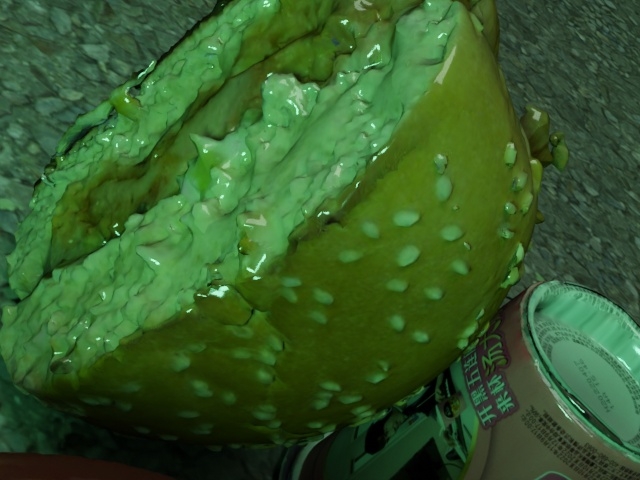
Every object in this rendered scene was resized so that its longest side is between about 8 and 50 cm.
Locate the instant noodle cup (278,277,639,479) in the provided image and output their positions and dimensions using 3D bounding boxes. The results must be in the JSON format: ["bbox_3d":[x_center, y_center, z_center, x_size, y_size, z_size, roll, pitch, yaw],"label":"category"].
[{"bbox_3d":[0.134,0.167,1.011,0.244,0.255,0.244,28,35,-22],"label":"instant noodle cup"}]

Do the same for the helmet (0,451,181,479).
[{"bbox_3d":[-0.101,0.249,0.658,0.385,0.230,0.338,18,-2,-41],"label":"helmet"}]

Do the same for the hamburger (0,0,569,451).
[{"bbox_3d":[0.000,0.000,0.930,0.287,0.445,0.268,31,36,-33],"label":"hamburger"}]
